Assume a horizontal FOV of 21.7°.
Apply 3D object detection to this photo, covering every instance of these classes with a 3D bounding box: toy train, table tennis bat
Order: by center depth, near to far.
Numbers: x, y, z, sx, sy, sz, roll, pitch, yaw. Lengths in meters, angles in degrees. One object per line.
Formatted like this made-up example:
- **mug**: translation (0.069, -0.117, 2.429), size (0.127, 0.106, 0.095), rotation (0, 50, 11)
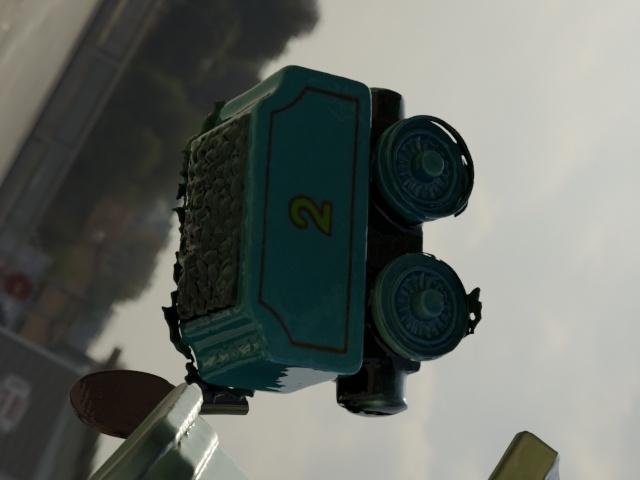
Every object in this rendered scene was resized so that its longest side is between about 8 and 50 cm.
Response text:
- **toy train**: translation (0.000, 0.000, 0.995), size (0.112, 0.163, 0.203), rotation (-27, -123, 55)
- **table tennis bat**: translation (-0.137, 0.140, 1.426), size (0.095, 0.158, 0.014), rotation (-125, -136, -53)

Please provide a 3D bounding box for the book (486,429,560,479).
- **book**: translation (0.101, 0.348, 1.451), size (0.371, 0.043, 0.260), rotation (-57, 164, -10)

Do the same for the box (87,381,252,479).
- **box**: translation (-0.142, 0.275, 1.140), size (0.312, 0.182, 0.175), rotation (-45, -179, 9)
